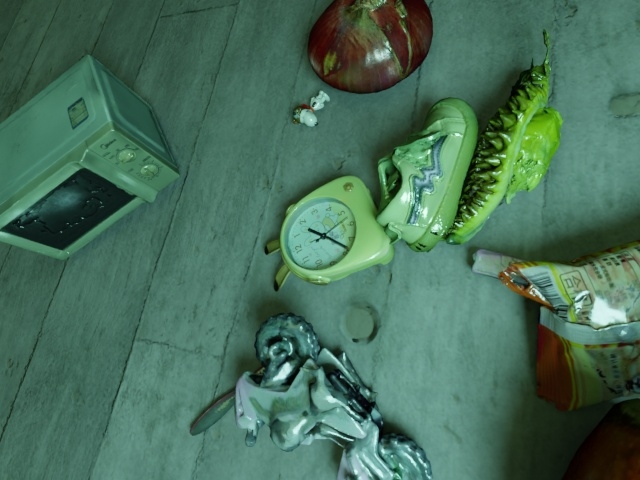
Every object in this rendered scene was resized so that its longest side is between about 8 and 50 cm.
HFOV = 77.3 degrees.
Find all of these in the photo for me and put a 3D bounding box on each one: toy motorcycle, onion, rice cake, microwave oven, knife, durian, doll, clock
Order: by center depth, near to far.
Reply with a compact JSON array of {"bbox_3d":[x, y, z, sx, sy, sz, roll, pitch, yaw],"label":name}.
[{"bbox_3d":[0.328,0.051,0.581,0.207,0.036,0.047,13,93,23],"label":"rice cake"},{"bbox_3d":[-0.004,0.269,0.584,0.188,0.143,0.327,-46,77,10],"label":"toy motorcycle"},{"bbox_3d":[0.297,-0.152,0.612,0.374,0.132,0.107,-61,21,-2],"label":"durian"},{"bbox_3d":[-0.131,0.261,0.694,0.247,0.018,0.035,-39,60,3],"label":"knife"},{"bbox_3d":[0.000,0.000,0.708,0.232,0.069,0.169,-25,65,12],"label":"clock"},{"bbox_3d":[0.092,-0.402,0.775,0.249,0.161,0.247,-13,46,14],"label":"onion"},{"bbox_3d":[-0.021,-0.274,0.830,0.058,0.040,0.085,21,84,13],"label":"doll"},{"bbox_3d":[-0.534,-0.169,0.889,0.355,0.218,0.286,-34,62,7],"label":"microwave oven"}]

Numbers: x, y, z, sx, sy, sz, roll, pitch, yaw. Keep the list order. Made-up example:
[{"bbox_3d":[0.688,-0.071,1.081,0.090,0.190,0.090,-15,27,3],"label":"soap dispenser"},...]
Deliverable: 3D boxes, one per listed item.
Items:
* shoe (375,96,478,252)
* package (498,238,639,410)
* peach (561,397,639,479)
[{"bbox_3d":[0.166,-0.112,0.624,0.140,0.128,0.261,-10,64,64],"label":"shoe"},{"bbox_3d":[0.392,0.098,0.483,0.289,0.108,0.223,-17,96,15],"label":"package"},{"bbox_3d":[0.375,0.331,0.297,0.354,0.339,0.415,-17,62,14],"label":"peach"}]
